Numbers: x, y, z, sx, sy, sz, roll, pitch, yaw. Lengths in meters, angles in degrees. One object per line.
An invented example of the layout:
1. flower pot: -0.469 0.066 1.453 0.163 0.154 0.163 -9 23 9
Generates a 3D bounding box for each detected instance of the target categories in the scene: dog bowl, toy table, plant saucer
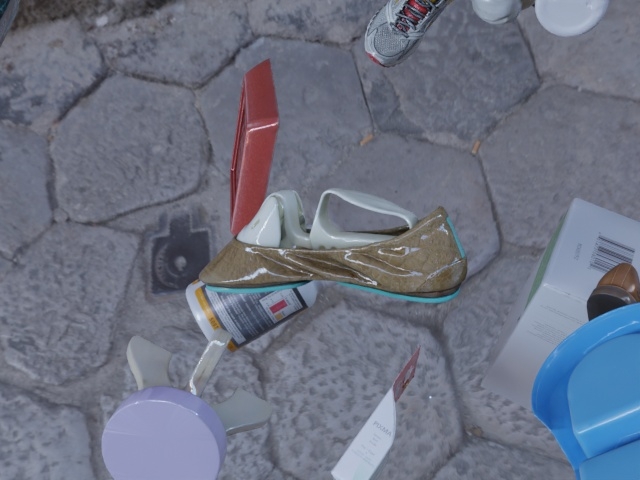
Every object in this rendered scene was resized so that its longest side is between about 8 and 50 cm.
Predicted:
1. dog bowl: 0.266 0.169 0.497 0.166 0.297 0.074 -36 104 28
2. toy table: -0.212 0.263 0.943 0.252 0.160 0.274 37 128 -10
3. plant saucer: -0.121 -0.149 1.064 0.048 0.259 0.258 6 36 -13

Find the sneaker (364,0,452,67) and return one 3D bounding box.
1. sneaker: 0.148 -0.369 0.957 0.088 0.093 0.225 37 89 -1

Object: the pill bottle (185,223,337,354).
1. pill bottle: -0.108 0.092 1.218 0.279 0.162 0.162 -29 73 -3

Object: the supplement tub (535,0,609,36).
1. supplement tub: 0.269 -0.266 0.647 0.071 0.071 0.107 21 50 14

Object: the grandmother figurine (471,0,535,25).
1. grandmother figurine: 0.322 -0.373 0.786 0.342 0.104 0.207 -33 116 -19

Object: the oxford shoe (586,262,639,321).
1. oxford shoe: 0.382 0.113 0.796 0.076 0.212 0.076 20 55 31

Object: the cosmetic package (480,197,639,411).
1. cosmetic package: 0.411 0.132 1.044 0.155 0.365 0.197 24 55 13

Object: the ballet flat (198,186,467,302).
1. ballet flat: 0.000 0.000 0.729 0.343 0.116 0.124 1 107 29

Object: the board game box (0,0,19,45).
1. board game box: -0.535 -0.362 1.027 0.026 0.126 0.186 21 57 -25

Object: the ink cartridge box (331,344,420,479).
1. ink cartridge box: 0.103 0.285 0.938 0.056 0.181 0.224 35 70 20
